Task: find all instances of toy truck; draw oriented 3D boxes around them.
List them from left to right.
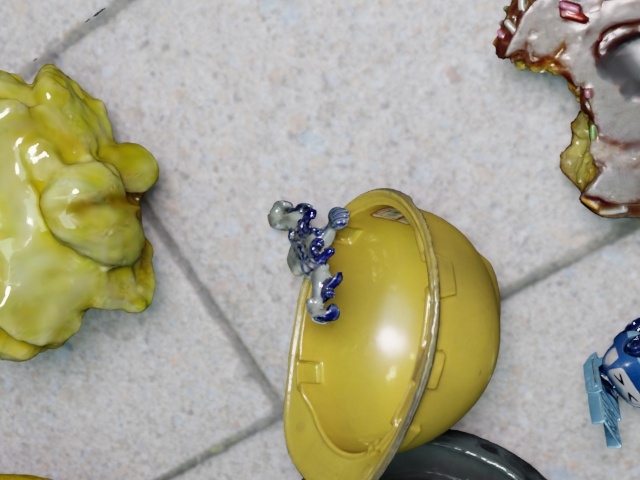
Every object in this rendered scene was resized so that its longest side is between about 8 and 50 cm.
[{"bbox_3d":[0.260,0.119,0.906,0.074,0.136,0.063,-32,96,17],"label":"toy truck"}]

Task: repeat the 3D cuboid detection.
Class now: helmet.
[{"bbox_3d":[0.079,0.089,0.920,0.140,0.205,0.257,8,100,-30],"label":"helmet"}]

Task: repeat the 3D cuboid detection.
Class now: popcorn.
[{"bbox_3d":[-0.260,-0.028,0.928,0.255,0.195,0.256,11,88,2],"label":"popcorn"}]

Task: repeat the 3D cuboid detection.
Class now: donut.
[{"bbox_3d":[0.255,-0.141,0.853,0.216,0.096,0.230,-40,96,16],"label":"donut"}]

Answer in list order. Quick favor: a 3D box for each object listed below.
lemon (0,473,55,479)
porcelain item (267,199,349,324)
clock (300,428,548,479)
[{"bbox_3d":[-0.283,0.338,1.025,0.253,0.228,0.228,14,108,-2],"label":"lemon"},{"bbox_3d":[0.000,0.000,0.930,0.021,0.136,0.075,18,125,-41],"label":"porcelain item"},{"bbox_3d":[0.102,0.327,0.998,0.319,0.066,0.319,3,99,22],"label":"clock"}]
